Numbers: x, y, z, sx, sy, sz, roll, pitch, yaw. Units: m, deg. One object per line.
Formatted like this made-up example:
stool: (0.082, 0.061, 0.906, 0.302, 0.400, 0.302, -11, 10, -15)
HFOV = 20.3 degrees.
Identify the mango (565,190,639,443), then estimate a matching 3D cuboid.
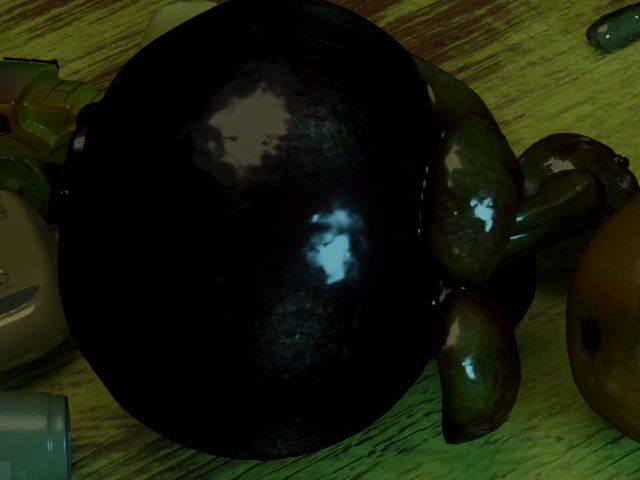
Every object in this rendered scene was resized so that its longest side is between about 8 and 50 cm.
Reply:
mango: (0.330, 0.037, 1.420, 0.317, 0.211, 0.173, -30, 1, -26)

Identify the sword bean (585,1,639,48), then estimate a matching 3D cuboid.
sword bean: (0.386, -0.273, 1.893, 0.269, 0.038, 0.043, -33, 50, -21)

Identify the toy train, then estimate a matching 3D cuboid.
toy train: (-0.211, -0.091, 1.745, 0.296, 0.161, 0.100, 8, 37, 22)

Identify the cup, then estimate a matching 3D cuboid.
cup: (-0.281, 0.172, 1.501, 0.141, 0.120, 0.120, -2, 39, -8)

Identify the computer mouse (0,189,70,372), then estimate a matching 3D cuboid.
computer mouse: (-0.307, 0.043, 1.670, 0.145, 0.082, 0.236, -23, 39, -11)

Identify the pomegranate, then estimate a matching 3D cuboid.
pomegranate: (0.214, -0.025, 1.602, 0.159, 0.129, 0.129, -38, 17, 46)

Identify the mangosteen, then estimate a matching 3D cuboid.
mangosteen: (0.000, 0.000, 1.454, 0.435, 0.382, 0.382, 17, 42, -5)

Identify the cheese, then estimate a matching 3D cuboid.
cheese: (-0.146, -0.165, 1.898, 0.127, 0.050, 0.255, 0, 43, 13)
